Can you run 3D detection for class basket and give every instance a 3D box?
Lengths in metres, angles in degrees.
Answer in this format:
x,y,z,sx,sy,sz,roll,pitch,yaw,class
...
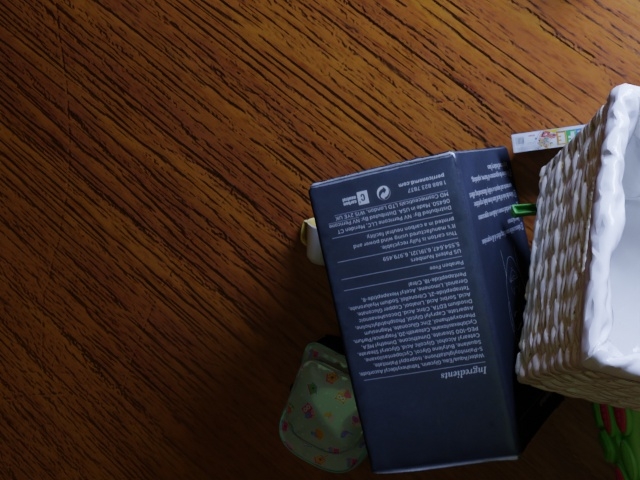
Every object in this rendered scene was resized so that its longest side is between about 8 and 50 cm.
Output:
x,y,z,sx,sy,sz,roll,pitch,yaw,class
0.435,0.038,1.240,0.331,0.266,0.328,12,75,-5,basket

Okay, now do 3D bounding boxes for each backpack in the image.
x,y,z,sx,sy,sz,roll,pitch,yaw,class
0.024,0.263,1.623,0.166,0.144,0.188,23,107,13,backpack

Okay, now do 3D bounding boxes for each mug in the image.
x,y,z,sx,sy,sz,roll,pitch,yaw,class
0.004,0.001,1.655,0.062,0.078,0.064,6,110,-10,mug

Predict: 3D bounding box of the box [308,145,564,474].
x,y,z,sx,sy,sz,roll,pitch,yaw,class
0.171,0.084,1.458,0.212,0.293,0.396,-13,90,24,box

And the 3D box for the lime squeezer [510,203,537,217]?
x,y,z,sx,sy,sz,roll,pitch,yaw,class
0.399,-0.074,1.455,0.310,0.110,0.059,-19,50,-6,lime squeezer

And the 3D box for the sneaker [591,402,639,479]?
x,y,z,sx,sy,sz,roll,pitch,yaw,class
0.500,0.271,1.431,0.202,0.185,0.483,-12,87,-7,sneaker

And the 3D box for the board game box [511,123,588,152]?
x,y,z,sx,sy,sz,roll,pitch,yaw,class
0.353,-0.145,1.458,0.154,0.103,0.026,-6,94,24,board game box
